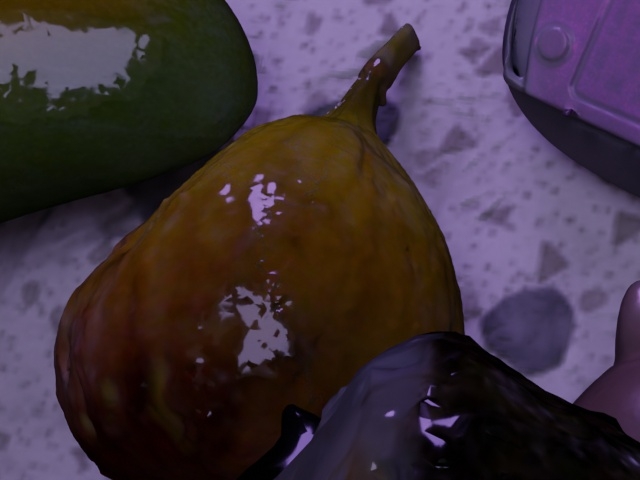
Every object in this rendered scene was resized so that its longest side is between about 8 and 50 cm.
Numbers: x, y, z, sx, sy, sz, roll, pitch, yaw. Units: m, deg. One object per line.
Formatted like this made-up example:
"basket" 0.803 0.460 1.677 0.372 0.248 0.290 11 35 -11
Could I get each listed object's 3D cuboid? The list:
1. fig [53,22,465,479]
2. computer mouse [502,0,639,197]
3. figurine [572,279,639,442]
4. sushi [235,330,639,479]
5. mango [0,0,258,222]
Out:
"fig" 0.000 0.000 0.656 0.159 0.159 0.257 11 52 17
"computer mouse" 0.215 -0.059 0.624 0.310 0.072 0.158 28 102 30
"figurine" 0.137 0.098 0.587 0.125 0.125 0.138 -42 54 -5
"sushi" 0.032 0.175 0.473 0.207 0.348 0.234 22 43 -5
"mango" -0.154 -0.079 0.720 0.251 0.114 0.156 -9 61 11
